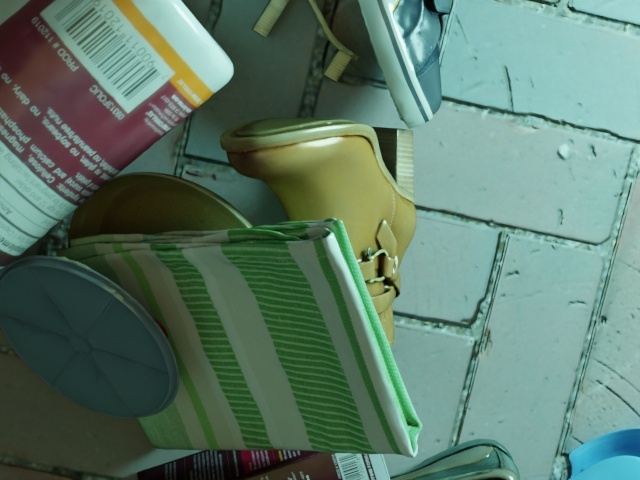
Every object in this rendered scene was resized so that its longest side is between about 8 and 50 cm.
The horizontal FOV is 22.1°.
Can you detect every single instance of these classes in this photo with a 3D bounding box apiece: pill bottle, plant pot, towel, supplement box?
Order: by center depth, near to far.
[{"bbox_3d":[-0.292,-0.111,1.462,0.392,0.224,0.224,-39,101,2],"label":"pill bottle"},{"bbox_3d":[-0.076,0.096,1.492,0.325,0.038,0.248,-4,119,37],"label":"towel"},{"bbox_3d":[-0.131,0.034,1.544,0.236,0.032,0.236,14,126,21],"label":"plant pot"},{"bbox_3d":[-0.057,0.239,1.593,0.239,0.130,0.073,-17,101,-2],"label":"supplement box"}]

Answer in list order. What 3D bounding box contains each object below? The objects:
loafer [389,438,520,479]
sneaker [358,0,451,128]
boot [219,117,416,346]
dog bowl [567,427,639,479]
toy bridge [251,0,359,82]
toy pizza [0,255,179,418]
[{"bbox_3d":[0.078,0.285,1.637,0.267,0.084,0.096,-31,100,0],"label":"loafer"},{"bbox_3d":[0.081,-0.270,1.522,0.127,0.126,0.321,-18,100,3],"label":"sneaker"},{"bbox_3d":[0.000,0.000,1.501,0.109,0.283,0.220,5,92,26],"label":"boot"},{"bbox_3d":[0.243,0.303,1.624,0.297,0.166,0.074,-32,112,0],"label":"dog bowl"},{"bbox_3d":[-0.043,-0.224,1.567,0.188,0.026,0.063,31,94,-10],"label":"toy bridge"},{"bbox_3d":[-0.216,0.087,1.535,0.201,0.201,0.032,45,49,-11],"label":"toy pizza"}]
